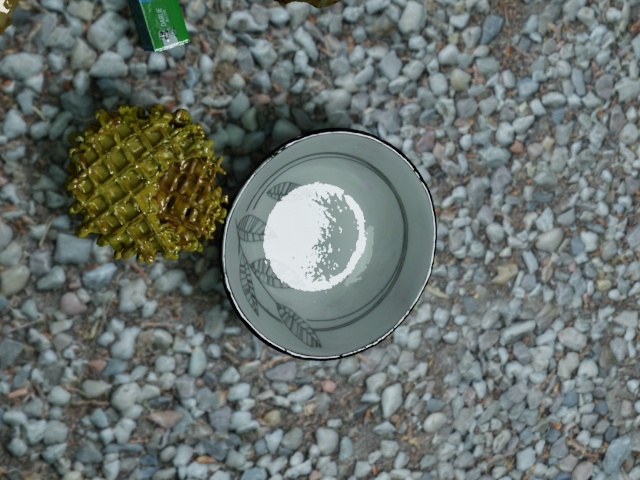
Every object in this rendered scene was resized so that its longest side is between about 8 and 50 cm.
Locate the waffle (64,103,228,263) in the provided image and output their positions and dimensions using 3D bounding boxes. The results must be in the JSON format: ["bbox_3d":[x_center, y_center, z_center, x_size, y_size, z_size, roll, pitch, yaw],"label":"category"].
[{"bbox_3d":[-0.210,-0.069,1.160,0.197,0.070,0.193,-7,98,7],"label":"waffle"}]

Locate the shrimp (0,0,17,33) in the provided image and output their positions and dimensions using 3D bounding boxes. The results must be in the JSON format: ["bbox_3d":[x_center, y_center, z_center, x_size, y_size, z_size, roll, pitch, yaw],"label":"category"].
[{"bbox_3d":[-0.530,-0.328,0.981,0.445,0.085,0.272,9,113,-18],"label":"shrimp"}]

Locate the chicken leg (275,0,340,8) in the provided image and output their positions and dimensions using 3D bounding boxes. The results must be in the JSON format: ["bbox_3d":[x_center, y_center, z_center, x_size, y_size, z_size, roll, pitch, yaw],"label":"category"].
[{"bbox_3d":[-0.076,-0.439,1.142,0.211,0.140,0.361,-37,104,-33],"label":"chicken leg"}]

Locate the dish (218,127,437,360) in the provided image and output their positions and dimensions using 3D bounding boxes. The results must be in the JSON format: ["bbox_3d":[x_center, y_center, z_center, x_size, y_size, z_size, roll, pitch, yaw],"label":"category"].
[{"bbox_3d":[0.000,0.000,1.290,0.316,0.106,0.316,-6,104,-24],"label":"dish"}]

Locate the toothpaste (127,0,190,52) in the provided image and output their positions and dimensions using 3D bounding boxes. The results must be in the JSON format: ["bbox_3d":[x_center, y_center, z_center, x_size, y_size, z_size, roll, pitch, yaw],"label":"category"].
[{"bbox_3d":[-0.222,-0.358,1.134,0.050,0.065,0.267,-23,110,-20],"label":"toothpaste"}]
